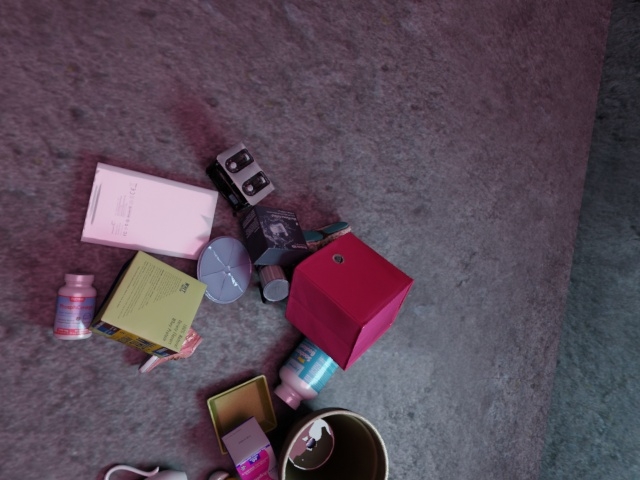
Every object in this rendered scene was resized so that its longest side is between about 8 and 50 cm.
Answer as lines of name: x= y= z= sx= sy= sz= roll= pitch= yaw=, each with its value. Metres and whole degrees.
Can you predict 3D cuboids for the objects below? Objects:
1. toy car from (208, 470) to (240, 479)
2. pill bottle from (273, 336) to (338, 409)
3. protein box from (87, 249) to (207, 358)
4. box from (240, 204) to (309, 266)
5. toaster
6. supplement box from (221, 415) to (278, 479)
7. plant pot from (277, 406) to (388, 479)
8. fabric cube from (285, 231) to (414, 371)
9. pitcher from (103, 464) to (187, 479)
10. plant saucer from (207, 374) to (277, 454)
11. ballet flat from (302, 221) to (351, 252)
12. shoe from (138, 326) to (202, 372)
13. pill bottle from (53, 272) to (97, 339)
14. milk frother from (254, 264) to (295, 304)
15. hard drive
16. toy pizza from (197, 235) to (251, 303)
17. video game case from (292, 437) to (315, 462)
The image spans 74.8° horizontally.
toy car: x=-0.296 y=0.802 z=1.251 sx=0.182 sy=0.159 sz=0.136 roll=-41 pitch=147 yaw=-22
pill bottle: x=-0.034 y=0.412 z=1.364 sx=0.146 sy=0.146 sz=0.264 roll=48 pitch=70 yaw=-22
protein box: x=-0.445 y=0.172 z=1.095 sx=0.201 sy=0.136 sz=0.199 roll=33 pitch=53 yaw=-26
box: x=-0.138 y=-0.012 z=1.263 sx=0.156 sy=0.093 sz=0.158 roll=6 pitch=53 yaw=-43
toaster: x=-0.237 y=-0.175 z=1.220 sx=0.110 sy=0.186 sz=0.168 roll=-40 pitch=102 yaw=-25
supplement box: x=-0.200 y=0.653 z=1.256 sx=0.111 sy=0.114 sz=0.219 roll=-28 pitch=131 yaw=-22
plant pot: x=0.004 y=0.663 z=1.299 sx=0.324 sy=0.280 sz=0.322 roll=3 pitch=81 yaw=-18
fabric cube: x=0.080 y=0.179 z=1.275 sx=0.254 sy=0.258 sz=0.258 roll=-32 pitch=150 yaw=-36
pitcher: x=-0.477 y=0.690 z=1.152 sx=0.207 sy=0.125 sz=0.177 roll=-11 pitch=82 yaw=-17
plant saucer: x=-0.246 y=0.533 z=1.308 sx=0.188 sy=0.045 sz=0.188 roll=-17 pitch=101 yaw=-28
ballet flat: x=0.000 y=0.000 z=1.407 sx=0.241 sy=0.091 sz=0.077 roll=-14 pitch=121 yaw=-24
shoe: x=-0.421 y=0.320 z=1.190 sx=0.081 sy=0.064 sz=0.178 roll=50 pitch=65 yaw=-15
pill bottle: x=-0.618 y=0.164 z=1.061 sx=0.087 sy=0.087 sz=0.159 roll=6 pitch=89 yaw=-29
milk frother: x=-0.121 y=0.125 z=1.304 sx=0.143 sy=0.134 sz=0.129 roll=-6 pitch=127 yaw=-18
hard drive: x=-0.464 y=-0.072 z=1.164 sx=0.319 sy=0.040 sz=0.209 roll=12 pitch=86 yaw=-29
toy pizza: x=-0.288 y=0.087 z=1.251 sx=0.201 sy=0.032 sz=0.201 roll=4 pitch=85 yaw=-52
video game case: x=-0.006 y=0.766 z=1.465 sx=0.201 sy=0.023 sz=0.183 roll=-47 pitch=112 yaw=-18
